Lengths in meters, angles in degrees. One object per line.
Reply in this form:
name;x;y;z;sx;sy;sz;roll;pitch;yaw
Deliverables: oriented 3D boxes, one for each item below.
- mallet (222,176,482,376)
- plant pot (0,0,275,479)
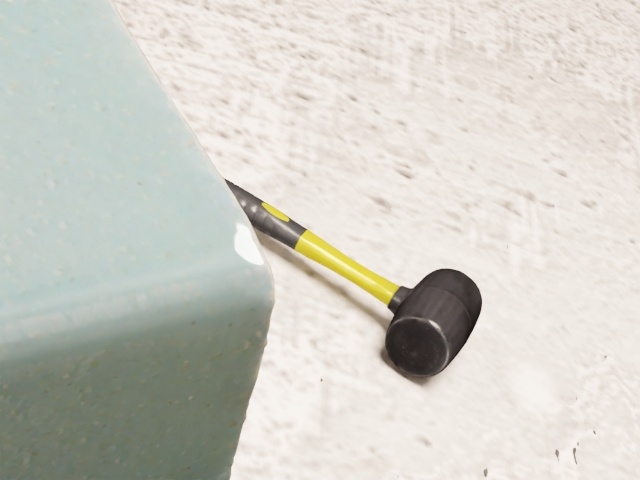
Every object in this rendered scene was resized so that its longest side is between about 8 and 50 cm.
mallet;0.000;0.000;1.017;0.189;0.039;0.062;35;33;13
plant pot;-0.195;0.033;0.637;0.252;0.247;0.248;-14;52;-27
